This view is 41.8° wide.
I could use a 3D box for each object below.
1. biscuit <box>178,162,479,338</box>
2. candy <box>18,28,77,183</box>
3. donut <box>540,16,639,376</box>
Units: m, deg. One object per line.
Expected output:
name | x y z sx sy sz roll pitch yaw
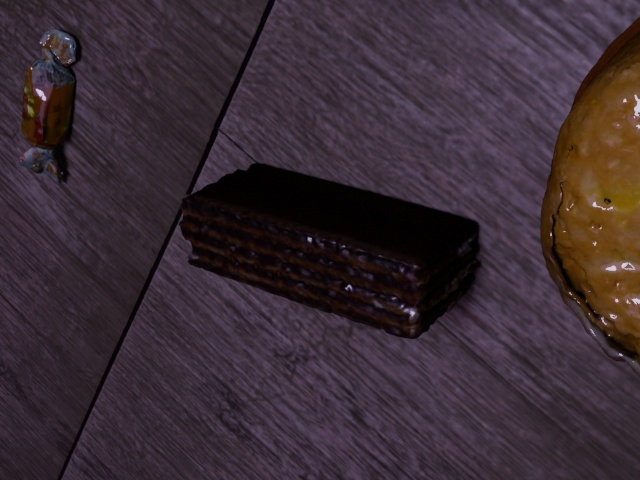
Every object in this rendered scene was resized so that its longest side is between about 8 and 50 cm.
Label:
biscuit | 0.000 0.000 0.711 0.252 0.106 0.070 17 120 28
candy | -0.294 -0.139 0.895 0.053 0.046 0.182 29 124 19
donut | 0.289 -0.015 0.468 0.317 0.150 0.299 -21 102 41
